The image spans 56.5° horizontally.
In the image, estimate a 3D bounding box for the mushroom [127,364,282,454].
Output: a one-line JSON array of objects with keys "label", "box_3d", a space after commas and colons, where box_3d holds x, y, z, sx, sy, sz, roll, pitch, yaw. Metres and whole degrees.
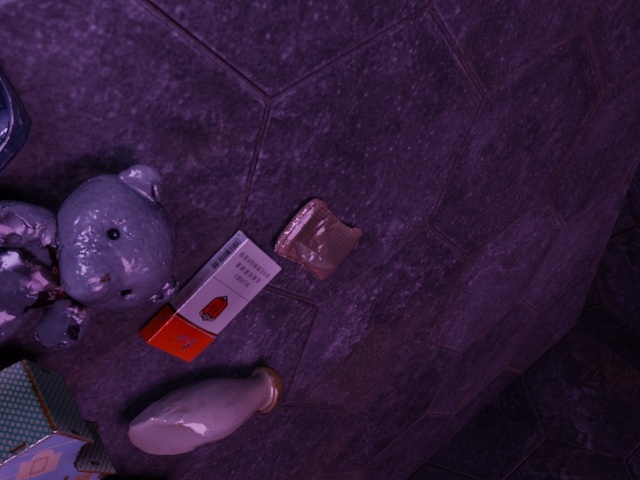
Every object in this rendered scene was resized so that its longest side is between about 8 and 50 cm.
[{"label": "mushroom", "box_3d": [-0.213, 0.335, 1.189, 0.350, 0.128, 0.128, -6, 129, -50]}]

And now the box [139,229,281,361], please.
[{"label": "box", "box_3d": [-0.189, 0.103, 1.054, 0.245, 0.035, 0.139, -46, 146, -4]}]

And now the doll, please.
[{"label": "doll", "box_3d": [-0.332, 0.051, 0.734, 0.340, 0.158, 0.246, -25, 128, -26]}]

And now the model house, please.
[{"label": "model house", "box_3d": [-0.425, 0.275, 0.835, 0.271, 0.178, 0.206, 0, 130, -45]}]

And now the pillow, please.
[{"label": "pillow", "box_3d": [-0.002, 0.002, 1.160, 0.135, 0.034, 0.211, -49, 145, 5]}]

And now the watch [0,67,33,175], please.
[{"label": "watch", "box_3d": [-0.401, -0.114, 0.576, 0.206, 0.068, 0.193, -49, 143, -5]}]
